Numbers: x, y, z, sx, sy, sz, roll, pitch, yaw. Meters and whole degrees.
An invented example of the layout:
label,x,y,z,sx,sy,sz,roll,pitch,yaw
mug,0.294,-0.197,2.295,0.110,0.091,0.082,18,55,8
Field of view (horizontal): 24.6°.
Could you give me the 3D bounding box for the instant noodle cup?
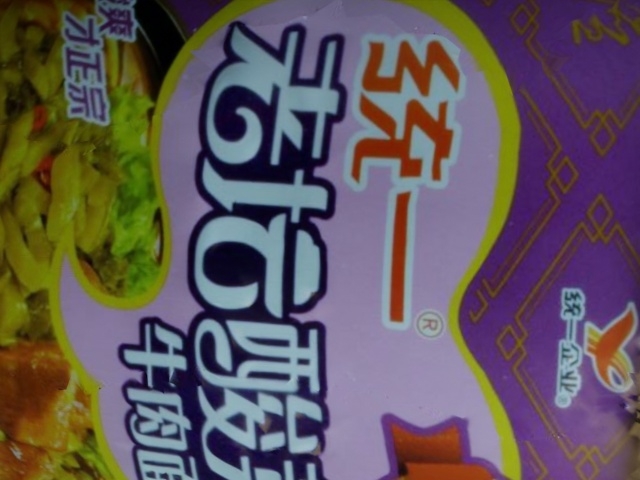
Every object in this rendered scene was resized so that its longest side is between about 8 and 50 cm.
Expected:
label,x,y,z,sx,sy,sz,roll,pitch,yaw
instant noodle cup,0.000,0.000,0.576,0.266,0.340,0.340,2,138,7
